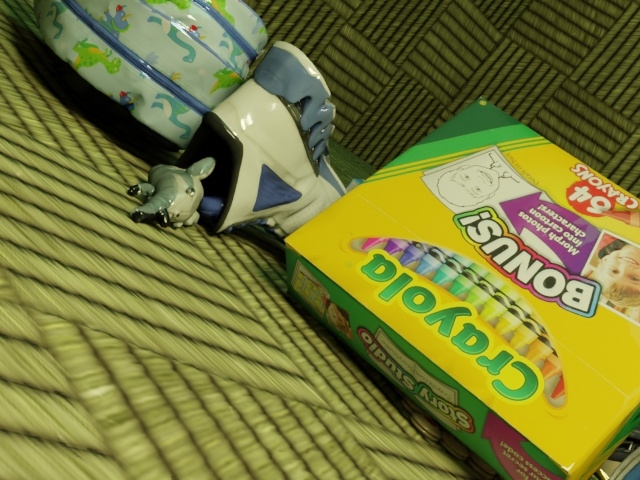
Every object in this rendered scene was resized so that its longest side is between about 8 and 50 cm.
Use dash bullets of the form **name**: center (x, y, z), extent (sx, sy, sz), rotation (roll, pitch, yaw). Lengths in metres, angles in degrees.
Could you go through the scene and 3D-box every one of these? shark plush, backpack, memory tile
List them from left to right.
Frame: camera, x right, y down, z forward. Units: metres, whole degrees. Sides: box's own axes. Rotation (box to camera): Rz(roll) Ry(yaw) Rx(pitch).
- **backpack**: center (-0.207, -0.242, 1.262), extent (0.290, 0.273, 0.355), rotation (43, 19, -22)
- **shark plush**: center (-0.158, -0.037, 1.030), extent (0.067, 0.073, 0.161), rotation (20, 30, 2)
- **memory tile**: center (0.142, 0.202, 1.082), extent (0.148, 0.012, 0.113), rotation (36, 9, -17)

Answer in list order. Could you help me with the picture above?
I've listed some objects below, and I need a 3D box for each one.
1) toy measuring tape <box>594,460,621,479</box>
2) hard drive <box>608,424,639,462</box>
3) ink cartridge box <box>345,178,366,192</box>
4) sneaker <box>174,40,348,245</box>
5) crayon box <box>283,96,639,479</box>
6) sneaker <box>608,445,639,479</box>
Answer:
- **toy measuring tape**: center (0.386, 0.295, 1.360), extent (0.330, 0.121, 0.121), rotation (56, 14, 19)
- **hard drive**: center (0.262, 0.193, 1.249), extent (0.255, 0.054, 0.172), rotation (16, 11, -4)
- **ink cartridge box**: center (0.062, -0.028, 1.481), extent (0.061, 0.104, 0.181), rotation (43, 15, 13)
- **sneaker**: center (-0.074, -0.061, 1.186), extent (0.127, 0.182, 0.315), rotation (43, -21, 35)
- **crayon box**: center (0.197, 0.046, 1.082), extent (0.363, 0.313, 0.106), rotation (38, -32, 26)
- **sneaker**: center (0.450, 0.247, 1.125), extent (0.130, 0.323, 0.236), rotation (65, 12, 26)
